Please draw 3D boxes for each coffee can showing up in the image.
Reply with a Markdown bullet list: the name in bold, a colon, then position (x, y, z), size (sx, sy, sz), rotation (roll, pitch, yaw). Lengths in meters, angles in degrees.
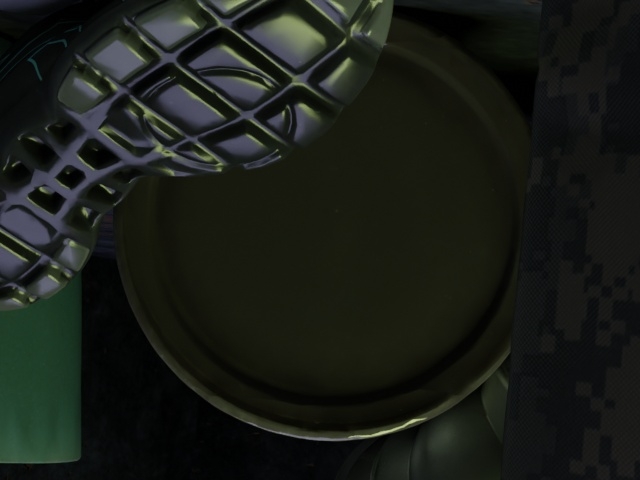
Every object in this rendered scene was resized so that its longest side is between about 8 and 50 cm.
- **coffee can**: position (0.000, 0.000, 0.937), size (0.201, 0.201, 0.275), rotation (6, 176, -2)

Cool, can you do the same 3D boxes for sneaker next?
- **sneaker**: position (-0.083, -0.070, 0.733), size (0.267, 0.106, 0.101), rotation (-28, 132, 31)

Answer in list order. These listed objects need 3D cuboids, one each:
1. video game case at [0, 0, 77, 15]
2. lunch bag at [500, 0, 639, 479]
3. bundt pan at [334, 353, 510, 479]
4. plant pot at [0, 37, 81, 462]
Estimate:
- **video game case**: position (-0.192, -0.131, 0.548), size (0.329, 0.036, 0.300), rotation (8, 175, -27)
- **lunch bag**: position (0.202, 0.001, 0.456), size (0.287, 0.235, 0.169), rotation (8, 175, -33)
- **bundt pan**: position (0.134, 0.101, 0.989), size (0.124, 0.331, 0.331), rotation (50, 175, 1)
- **plant pot**: position (-0.269, -0.005, 1.002), size (0.293, 0.235, 0.293), rotation (6, 176, 0)
